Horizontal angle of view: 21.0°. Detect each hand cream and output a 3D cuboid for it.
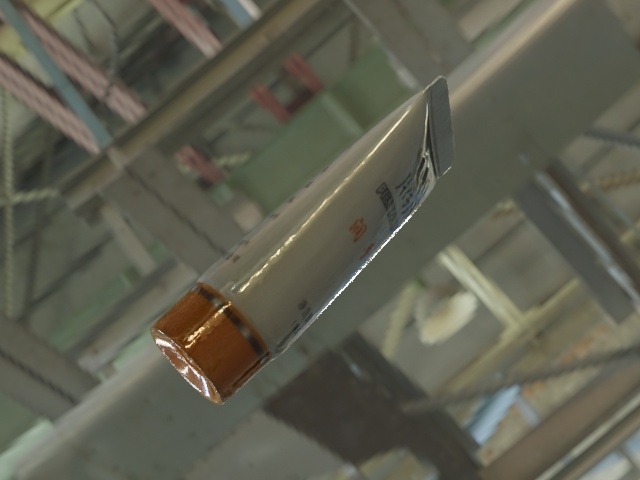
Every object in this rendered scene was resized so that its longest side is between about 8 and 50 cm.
[{"bbox_3d":[0.000,0.000,1.412,0.314,0.089,0.139,-46,-26,-15],"label":"hand cream"}]
